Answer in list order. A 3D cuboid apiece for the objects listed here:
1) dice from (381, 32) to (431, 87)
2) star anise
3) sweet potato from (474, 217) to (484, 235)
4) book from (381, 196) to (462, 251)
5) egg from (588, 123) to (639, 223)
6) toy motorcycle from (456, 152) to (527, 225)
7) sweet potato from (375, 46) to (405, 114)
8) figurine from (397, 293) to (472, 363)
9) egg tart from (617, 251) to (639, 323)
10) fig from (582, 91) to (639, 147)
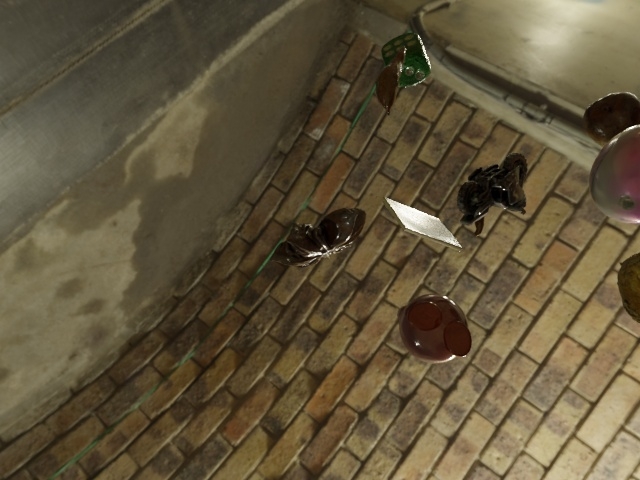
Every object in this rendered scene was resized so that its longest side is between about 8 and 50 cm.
[{"bbox_3d":[0.269,-0.567,1.547,0.120,0.128,0.131,53,27,-43],"label":"dice"},{"bbox_3d":[0.000,-0.007,1.438,0.315,0.108,0.315,-21,161,-8],"label":"star anise"},{"bbox_3d":[0.458,-0.115,1.415,0.050,0.050,0.214,80,20,-63],"label":"sweet potato"},{"bbox_3d":[0.400,-0.065,1.937,0.310,0.217,0.021,17,118,-31],"label":"book"},{"bbox_3d":[0.694,-0.154,1.063,0.196,0.196,0.271,94,22,-55],"label":"egg"},{"bbox_3d":[0.448,-0.116,1.263,0.270,0.106,0.159,-32,118,-26],"label":"toy motorcycle"},{"bbox_3d":[0.184,-0.436,1.304,0.068,0.068,0.226,71,32,-66],"label":"sweet potato"},{"bbox_3d":[0.270,0.212,1.187,0.173,0.173,0.173,-46,158,-25],"label":"figurine"},{"bbox_3d":[0.994,0.139,1.435,0.098,0.252,0.232,12,123,-29],"label":"egg tart"},{"bbox_3d":[0.973,-0.346,1.610,0.274,0.170,0.145,49,34,-32],"label":"fig"}]
